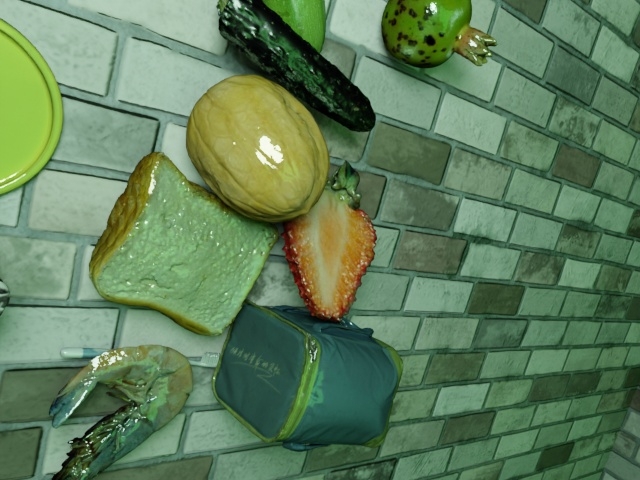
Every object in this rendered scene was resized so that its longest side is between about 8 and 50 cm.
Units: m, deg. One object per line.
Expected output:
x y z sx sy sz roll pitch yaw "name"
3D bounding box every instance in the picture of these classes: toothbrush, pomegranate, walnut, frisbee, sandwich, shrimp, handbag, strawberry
-0.282 0.190 0.855 0.276 0.019 0.025 16 93 -38 "toothbrush"
0.200 -0.363 0.884 0.159 0.205 0.159 -50 164 -21 "pomegranate"
-0.086 -0.130 0.747 0.193 0.225 0.193 -37 165 -12 "walnut"
-0.435 -0.162 0.613 0.236 0.017 0.236 -14 115 -32 "frisbee"
-0.206 0.018 0.802 0.251 0.087 0.226 32 89 -39 "sandwich"
-0.335 0.272 0.804 0.289 0.075 0.178 -36 121 -12 "shrimp"
-0.021 0.237 0.902 0.241 0.263 0.222 20 89 -37 "handbag"
0.000 0.000 0.892 0.188 0.106 0.286 20 65 -28 "strawberry"

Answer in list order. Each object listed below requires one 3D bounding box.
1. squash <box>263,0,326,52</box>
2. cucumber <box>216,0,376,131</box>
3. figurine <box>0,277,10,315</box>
-0.056 -0.407 0.741 0.101 0.101 0.378 -28 123 -24 "squash"
-0.021 -0.246 0.758 0.303 0.081 0.072 32 111 -30 "cucumber"
-0.536 0.090 0.527 0.323 0.196 0.320 -48 118 -18 "figurine"
